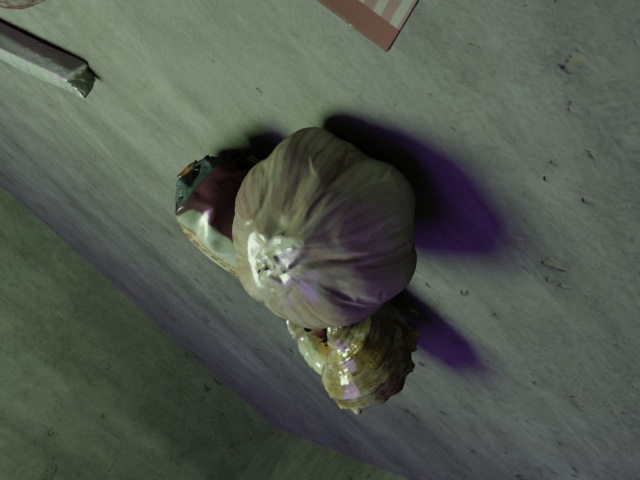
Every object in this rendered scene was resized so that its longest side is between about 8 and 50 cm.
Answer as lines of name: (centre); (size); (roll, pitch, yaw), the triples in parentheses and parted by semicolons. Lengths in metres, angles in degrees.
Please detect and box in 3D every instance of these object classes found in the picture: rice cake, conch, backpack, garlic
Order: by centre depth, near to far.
garlic: (0.000, 0.000, 1.135); (0.318, 0.259, 0.317); (6, 103, 30)
backpack: (-0.150, -0.048, 1.392); (0.283, 0.197, 0.317); (47, 175, -19)
conch: (0.058, 0.167, 1.515); (0.297, 0.210, 0.352); (14, 115, 46)
rice cake: (-0.613, -0.389, 1.530); (0.365, 0.072, 0.056); (28, 153, 20)

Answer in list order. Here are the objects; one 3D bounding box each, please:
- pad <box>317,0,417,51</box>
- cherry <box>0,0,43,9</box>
pad: (-0.013, -0.354, 0.840); (0.300, 0.005, 0.202); (37, 157, -1)
cherry: (-0.466, -0.450, 1.040); (0.300, 0.203, 0.230); (21, 157, 34)
